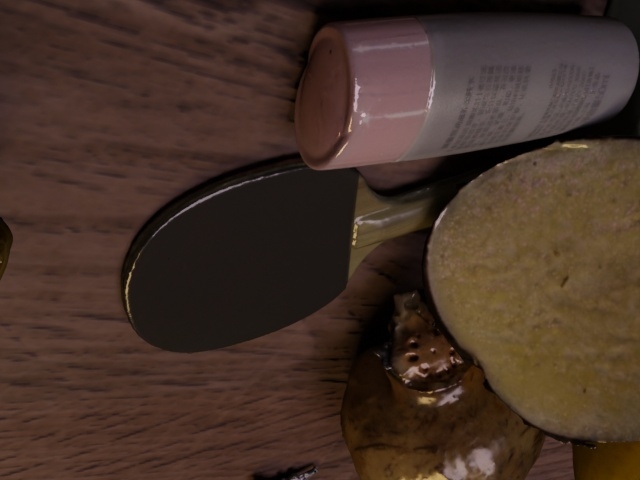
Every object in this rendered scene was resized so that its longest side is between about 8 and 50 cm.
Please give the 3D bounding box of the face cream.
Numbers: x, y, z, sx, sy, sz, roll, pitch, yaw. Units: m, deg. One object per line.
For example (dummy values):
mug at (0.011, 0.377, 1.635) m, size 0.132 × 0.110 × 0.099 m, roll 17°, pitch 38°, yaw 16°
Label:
face cream at (0.082, -0.085, 0.491) m, size 0.198 × 0.057 × 0.084 m, roll -9°, pitch 136°, yaw -29°

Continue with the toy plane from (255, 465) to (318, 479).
toy plane at (-0.033, 0.215, 0.750) m, size 0.078 × 0.031 × 0.083 m, roll -49°, pitch 147°, yaw -8°

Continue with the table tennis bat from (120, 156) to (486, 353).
table tennis bat at (0.000, 0.000, 0.547) m, size 0.246 × 0.022 × 0.138 m, roll -18°, pitch 140°, yaw -21°

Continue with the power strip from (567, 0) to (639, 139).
power strip at (0.216, -0.032, 0.651) m, size 0.091 × 0.062 × 0.385 m, roll -17°, pitch 139°, yaw -20°

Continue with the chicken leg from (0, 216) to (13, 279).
chicken leg at (-0.229, 0.010, 0.329) m, size 0.227 × 0.088 × 0.103 m, roll -9°, pitch 146°, yaw -24°

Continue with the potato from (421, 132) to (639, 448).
potato at (0.179, 0.023, 0.571) m, size 0.202 × 0.182 × 0.117 m, roll -13°, pitch -178°, yaw 24°

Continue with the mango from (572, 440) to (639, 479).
mango at (0.376, 0.093, 0.792) m, size 0.301 × 0.220 × 0.445 m, roll -14°, pitch 129°, yaw -40°

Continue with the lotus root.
lotus root at (0.097, 0.138, 0.679) m, size 0.154 × 0.140 × 0.257 m, roll -26°, pitch 149°, yaw -2°
